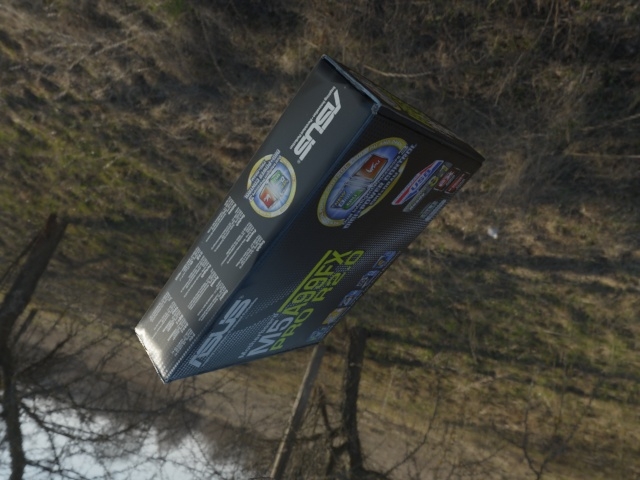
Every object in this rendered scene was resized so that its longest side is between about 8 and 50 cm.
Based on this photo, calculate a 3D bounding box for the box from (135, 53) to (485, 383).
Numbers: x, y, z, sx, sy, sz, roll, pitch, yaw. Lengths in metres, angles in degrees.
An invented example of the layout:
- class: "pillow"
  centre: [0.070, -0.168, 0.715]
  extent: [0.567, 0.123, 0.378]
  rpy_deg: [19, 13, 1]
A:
- class: "box"
  centre: [0.000, 0.000, 0.439]
  extent: [0.060, 0.270, 0.216]
  rpy_deg: [49, -156, 24]

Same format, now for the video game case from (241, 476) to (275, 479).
- class: "video game case"
  centre: [-0.089, 0.240, 0.258]
  extent: [0.201, 0.183, 0.023]
  rpy_deg: [-30, 145, 29]
